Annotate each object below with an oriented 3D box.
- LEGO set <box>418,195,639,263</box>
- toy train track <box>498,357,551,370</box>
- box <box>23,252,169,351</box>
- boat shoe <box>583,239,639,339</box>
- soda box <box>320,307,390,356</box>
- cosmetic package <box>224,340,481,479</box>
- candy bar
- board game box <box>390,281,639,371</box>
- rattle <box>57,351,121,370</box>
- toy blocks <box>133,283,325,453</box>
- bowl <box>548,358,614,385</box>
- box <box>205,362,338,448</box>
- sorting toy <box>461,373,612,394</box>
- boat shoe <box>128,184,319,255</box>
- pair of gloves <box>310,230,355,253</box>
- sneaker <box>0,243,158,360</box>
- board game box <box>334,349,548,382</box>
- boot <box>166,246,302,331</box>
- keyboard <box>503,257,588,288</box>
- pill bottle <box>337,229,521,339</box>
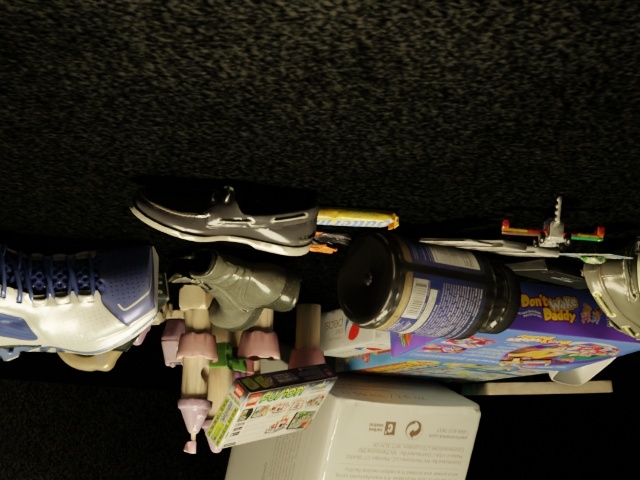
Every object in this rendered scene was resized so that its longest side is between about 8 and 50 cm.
[{"bbox_3d":[0.264,-0.009,1.361,0.182,0.060,0.244,8,175,-41],"label":"LEGO set"},{"bbox_3d":[0.332,0.202,1.893,0.083,0.014,0.048,-1,163,-2],"label":"toy train track"},{"bbox_3d":[-0.358,0.096,1.719,0.220,0.051,0.175,9,143,-31],"label":"box"},{"bbox_3d":[0.422,0.075,1.545,0.091,0.109,0.305,-3,161,24],"label":"boat shoe"},{"bbox_3d":[0.067,0.153,2.001,0.069,0.073,0.216,8,166,-26],"label":"soda box"},{"bbox_3d":[0.052,0.414,2.336,0.330,0.327,0.394,8,-172,-29],"label":"cosmetic package"},{"bbox_3d":[0.012,-0.028,1.327,0.162,0.018,0.040,4,167,-7],"label":"candy bar"},{"bbox_3d":[0.316,0.138,1.846,0.347,0.078,0.233,8,160,-26],"label":"board game box"},{"bbox_3d":[-0.423,0.134,1.923,0.200,0.130,0.143,26,-178,14],"label":"rattle"},{"bbox_3d":[-0.171,0.219,1.904,0.309,0.260,0.288,-3,167,19],"label":"toy blocks"},{"bbox_3d":[0.471,0.192,2.081,0.142,0.053,0.142,-45,146,21],"label":"bowl"},{"bbox_3d":[-0.072,0.252,1.792,0.036,0.114,0.207,43,-154,30],"label":"box"},{"bbox_3d":[0.443,0.276,2.434,0.256,0.089,0.257,0,172,-5],"label":"sorting toy"},{"bbox_3d":[-0.099,-0.038,1.250,0.206,0.075,0.065,11,122,-18],"label":"boat shoe"},{"bbox_3d":[0.000,0.000,1.470,0.074,0.010,0.083,10,162,-30],"label":"pair of gloves"},{"bbox_3d":[-0.376,0.065,1.502,0.316,0.127,0.182,-14,146,8],"label":"sneaker"},{"bbox_3d":[0.229,0.205,2.186,0.302,0.086,0.308,7,166,-26],"label":"board game box"},{"bbox_3d":[-0.146,0.058,1.644,0.161,0.083,0.246,18,159,-24],"label":"boot"},{"bbox_3d":[0.346,0.045,1.606,0.180,0.023,0.108,12,170,-41],"label":"keyboard"},{"bbox_3d":[0.142,0.061,1.469,0.219,0.122,0.123,11,165,-33],"label":"pill bottle"}]
